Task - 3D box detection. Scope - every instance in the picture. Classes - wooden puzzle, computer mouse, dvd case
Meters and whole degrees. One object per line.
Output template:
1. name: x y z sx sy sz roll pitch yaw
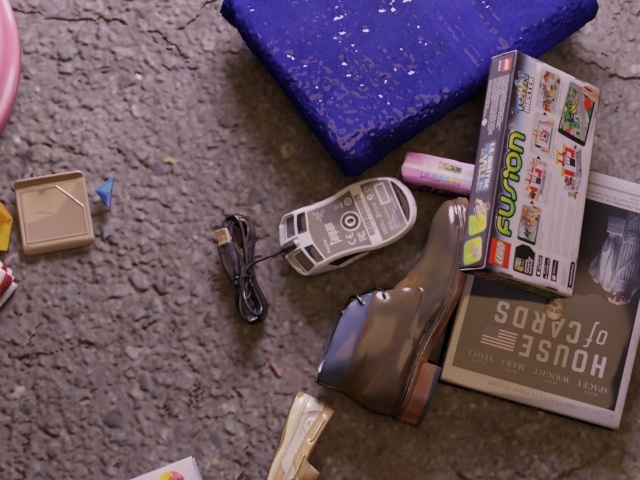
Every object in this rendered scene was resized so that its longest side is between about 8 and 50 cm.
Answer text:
1. wooden puzzle: -0.254 -0.026 1.026 0.116 0.014 0.078 -3 85 -4
2. computer mouse: 0.000 0.000 1.026 0.193 0.042 0.106 -20 78 -1
3. dvd case: 0.226 0.044 1.039 0.179 0.029 0.238 16 79 -1

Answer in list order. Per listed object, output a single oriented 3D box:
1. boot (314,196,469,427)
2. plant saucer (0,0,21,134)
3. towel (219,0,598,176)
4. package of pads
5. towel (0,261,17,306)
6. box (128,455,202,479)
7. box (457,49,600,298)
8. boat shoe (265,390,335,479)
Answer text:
1. boot: 0.070 0.054 1.000 0.106 0.082 0.219 16 82 -4
2. plant saucer: -0.445 -0.179 0.976 0.332 0.084 0.332 3 72 -9
3. towel: 0.086 -0.224 1.055 0.308 0.076 0.227 -34 80 -10
4. package of pads: 0.116 -0.061 1.037 0.083 0.050 0.032 12 85 -2
5. towel: -0.479 0.027 0.991 0.329 0.037 0.237 37 81 2
6. box: -0.151 0.307 0.965 0.145 0.038 0.186 -21 84 -7
7. box: 0.196 -0.059 0.996 0.114 0.036 0.207 18 77 -30
8. boat shoe: -0.022 0.208 0.984 0.045 0.050 0.135 17 80 5
